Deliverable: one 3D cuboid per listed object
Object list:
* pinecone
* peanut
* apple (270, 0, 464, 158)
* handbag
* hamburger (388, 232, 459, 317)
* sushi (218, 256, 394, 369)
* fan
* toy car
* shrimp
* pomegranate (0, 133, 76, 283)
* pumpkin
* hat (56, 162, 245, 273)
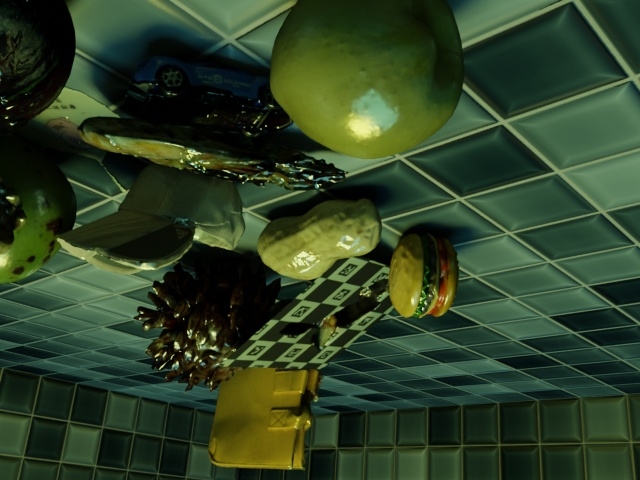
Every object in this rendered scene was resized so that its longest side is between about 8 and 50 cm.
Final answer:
[{"bbox_3d":[-0.233,0.166,1.452,0.296,0.242,0.298,11,115,-26],"label":"pinecone"},{"bbox_3d":[0.000,0.000,1.185,0.257,0.123,0.124,-15,151,40],"label":"peanut"},{"bbox_3d":[0.046,-0.173,0.685,0.200,0.200,0.200,4,158,2],"label":"apple"},{"bbox_3d":[-0.116,0.364,1.728,0.283,0.400,0.133,-15,146,41],"label":"handbag"},{"bbox_3d":[0.186,0.065,1.270,0.115,0.162,0.162,6,158,-8],"label":"hamburger"},{"bbox_3d":[0.008,0.137,1.421,0.343,0.064,0.359,-43,151,20],"label":"sushi"},{"bbox_3d":[-0.355,-0.139,1.057,0.182,0.010,0.310,0,157,10],"label":"fan"},{"bbox_3d":[-0.126,-0.178,0.853,0.216,0.063,0.103,3,164,-23],"label":"toy car"},{"bbox_3d":[-0.126,-0.109,0.909,0.365,0.071,0.233,11,-172,-17],"label":"shrimp"},{"bbox_3d":[-0.452,-0.042,0.988,0.306,0.242,0.242,12,167,40],"label":"pomegranate"},{"bbox_3d":[-0.359,-0.209,0.686,0.233,0.163,0.233,11,160,4],"label":"pumpkin"},{"bbox_3d":[-0.251,-0.032,1.043,0.275,0.161,0.232,-18,179,-23],"label":"hat"}]
